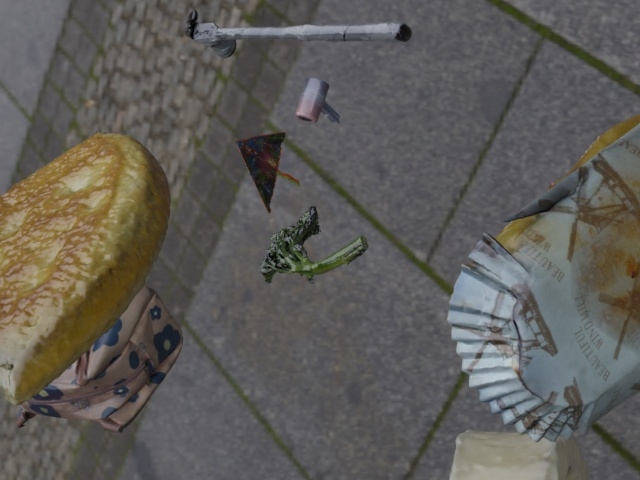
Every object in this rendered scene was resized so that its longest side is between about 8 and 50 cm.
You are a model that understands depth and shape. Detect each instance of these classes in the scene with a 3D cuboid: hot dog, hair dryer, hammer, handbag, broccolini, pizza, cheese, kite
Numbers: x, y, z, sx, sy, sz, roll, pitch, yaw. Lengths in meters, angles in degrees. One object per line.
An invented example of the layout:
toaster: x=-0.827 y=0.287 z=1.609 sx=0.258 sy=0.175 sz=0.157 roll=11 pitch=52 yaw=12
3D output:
hot dog: x=0.201 y=0.017 z=0.772 sx=0.162 sy=0.270 sz=0.082 roll=60 pitch=156 yaw=-10
hair dryer: x=0.004 y=-0.201 z=1.779 sx=0.037 sy=0.114 sz=0.063 roll=12 pitch=78 yaw=30
hammer: x=-0.040 y=-0.348 z=1.926 sx=0.427 sy=0.152 sz=0.044 roll=5 pitch=84 yaw=27
handbag: x=-0.356 y=0.167 z=1.684 sx=0.251 sy=0.190 sz=0.193 roll=0 pitch=48 yaw=24
broccolini: x=0.004 y=0.001 z=1.635 sx=0.271 sy=0.062 sz=0.123 roll=-8 pitch=61 yaw=60
pizza: x=-0.213 y=0.014 z=1.006 sx=0.268 sy=0.258 sz=0.087 roll=26 pitch=151 yaw=54
cheese: x=0.255 y=0.412 z=1.453 sx=0.153 sy=0.292 sz=0.332 roll=-7 pitch=48 yaw=21
kite: x=-0.094 y=-0.135 z=2.045 sx=0.010 sy=0.159 sz=0.190 roll=-25 pitch=41 yaw=40
